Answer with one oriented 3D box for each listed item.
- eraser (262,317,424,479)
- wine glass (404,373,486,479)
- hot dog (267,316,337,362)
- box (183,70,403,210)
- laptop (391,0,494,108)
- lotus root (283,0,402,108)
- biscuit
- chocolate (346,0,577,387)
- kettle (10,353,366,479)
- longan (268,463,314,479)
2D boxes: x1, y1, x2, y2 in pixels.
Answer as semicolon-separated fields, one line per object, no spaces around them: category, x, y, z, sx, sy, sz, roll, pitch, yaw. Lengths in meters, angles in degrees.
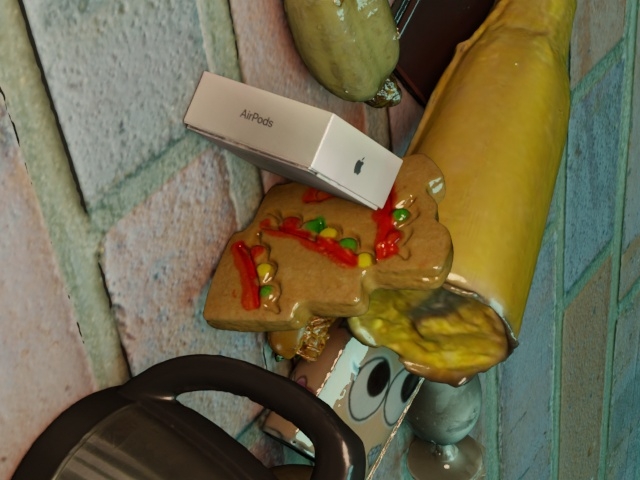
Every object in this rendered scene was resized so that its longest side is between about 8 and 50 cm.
eraser;0.060;0.099;1.324;0.290;0.087;0.171;-61;145;-11
wine glass;0.143;0.194;1.503;0.103;0.103;0.222;-45;143;-33
hot dog;-0.004;0.037;1.218;0.072;0.055;0.188;-6;113;-58
box;-0.021;-0.079;1.040;0.129;0.130;0.051;27;85;-59
laptop;0.129;-0.245;1.273;0.207;0.026;0.154;-63;151;-6
lotus root;0.020;-0.178;1.091;0.090;0.077;0.183;-49;142;-16
biscuit;0.000;0.000;1.092;0.239;0.212;0.041;-33;136;-5
chocolate;0.160;-0.084;1.237;0.162;0.162;0.445;71;33;-48
kettle;-0.083;0.243;1.019;0.250;0.271;0.207;-53;147;-20
longan;-0.026;0.306;1.269;0.167;0.167;0.187;-63;171;-7
